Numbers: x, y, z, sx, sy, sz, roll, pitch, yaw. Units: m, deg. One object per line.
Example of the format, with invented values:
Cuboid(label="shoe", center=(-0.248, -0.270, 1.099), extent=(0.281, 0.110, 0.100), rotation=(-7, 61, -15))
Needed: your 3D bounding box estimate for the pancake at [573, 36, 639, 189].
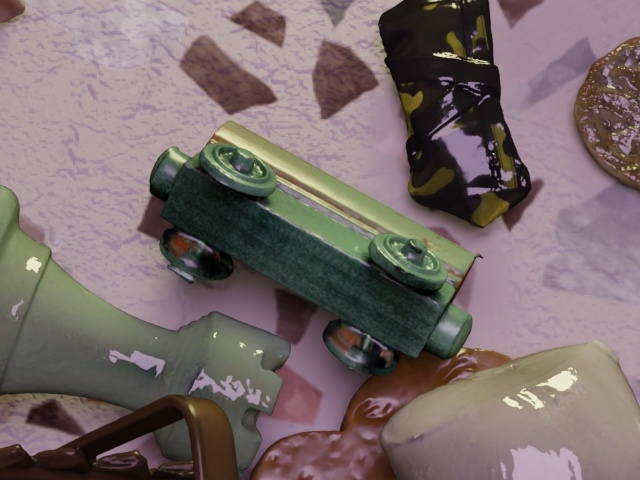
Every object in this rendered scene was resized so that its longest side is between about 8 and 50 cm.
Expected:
Cuboid(label="pancake", center=(0.300, -0.111, 1.496), extent=(0.151, 0.025, 0.152), rotation=(1, 70, -3))

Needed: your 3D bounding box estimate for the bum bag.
Cuboid(label="bum bag", center=(0.115, -0.118, 1.468), extent=(0.106, 0.060, 0.233), rotation=(-9, 69, 2))

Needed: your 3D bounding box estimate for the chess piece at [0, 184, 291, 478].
Cuboid(label="chess piece", center=(-0.182, 0.085, 1.321), extent=(0.299, 0.194, 0.195), rotation=(20, 70, -6))

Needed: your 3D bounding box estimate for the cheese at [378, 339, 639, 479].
Cuboid(label="cheese", center=(0.164, 0.178, 1.265), extent=(0.198, 0.154, 0.189), rotation=(-19, 75, -14))

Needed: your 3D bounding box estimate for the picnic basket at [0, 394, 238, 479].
Cuboid(label="picnic basket", center=(-0.152, 0.264, 1.150), extent=(0.291, 0.321, 0.254), rotation=(11, 62, -39))

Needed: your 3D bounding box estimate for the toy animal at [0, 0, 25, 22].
Cuboid(label="toy animal", center=(-0.388, -0.196, 1.419), extent=(0.248, 0.149, 0.165), rotation=(-42, 91, -23))

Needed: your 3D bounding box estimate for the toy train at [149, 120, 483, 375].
Cuboid(label="toy train", center=(0.000, 0.000, 1.375), extent=(0.285, 0.177, 0.116), rotation=(28, 113, 7))

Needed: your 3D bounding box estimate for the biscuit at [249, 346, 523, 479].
Cuboid(label="biscuit", center=(0.128, 0.213, 1.354), extent=(0.375, 0.051, 0.269), rotation=(-4, 68, -6))
